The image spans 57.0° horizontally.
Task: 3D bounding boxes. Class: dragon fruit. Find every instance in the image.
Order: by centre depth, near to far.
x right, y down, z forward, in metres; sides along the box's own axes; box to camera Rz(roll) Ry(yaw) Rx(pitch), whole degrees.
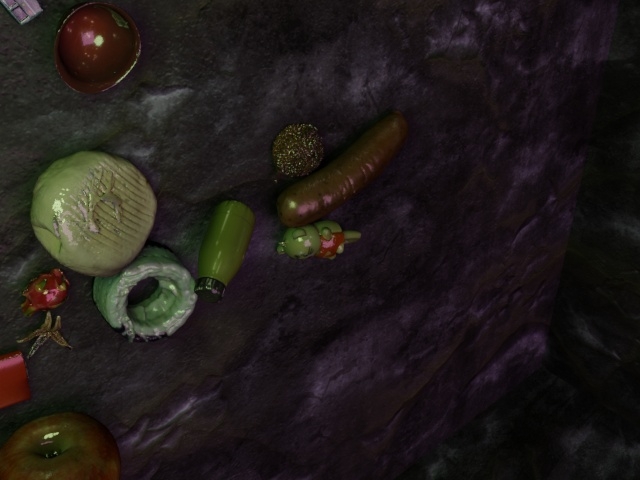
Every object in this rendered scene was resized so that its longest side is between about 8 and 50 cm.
[{"bbox_3d":[-0.602,0.116,1.284,0.116,0.081,0.086,-38,144,-20],"label":"dragon fruit"}]

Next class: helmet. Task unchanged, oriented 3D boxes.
[{"bbox_3d":[-0.438,-0.374,1.122,0.155,0.106,0.175,10,111,-46],"label":"helmet"}]

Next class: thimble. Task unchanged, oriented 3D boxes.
[{"bbox_3d":[-0.420,0.115,1.396,0.237,0.150,0.237,-20,125,-32],"label":"thimble"}]

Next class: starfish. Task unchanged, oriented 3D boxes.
[{"bbox_3d":[-0.623,0.221,1.356,0.133,0.041,0.130,-38,144,1],"label":"starfish"}]

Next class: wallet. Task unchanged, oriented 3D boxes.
[{"bbox_3d":[-0.755,0.328,1.296,0.204,0.045,0.142,-16,125,-34],"label":"wallet"}]

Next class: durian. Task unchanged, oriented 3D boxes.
[{"bbox_3d":[-0.054,-0.223,1.566,0.188,0.091,0.148,-48,136,-6],"label":"durian"}]

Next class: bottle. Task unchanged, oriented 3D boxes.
[{"bbox_3d":[-0.240,0.028,1.447,0.112,0.112,0.260,57,36,-44],"label":"bottle"}]

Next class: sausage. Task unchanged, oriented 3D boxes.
[{"bbox_3d":[0.079,-0.195,1.682,0.501,0.123,0.136,-38,105,-19],"label":"sausage"}]

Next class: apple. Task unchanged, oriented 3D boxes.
[{"bbox_3d":[-0.615,0.563,1.388,0.301,0.301,0.301,-21,127,-32],"label":"apple"}]

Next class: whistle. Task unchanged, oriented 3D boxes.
[{"bbox_3d":[0.000,0.000,1.723,0.288,0.106,0.131,-3,156,-36],"label":"whistle"}]

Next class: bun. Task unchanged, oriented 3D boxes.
[{"bbox_3d":[-0.476,-0.062,1.231,0.273,0.168,0.272,-13,106,-55],"label":"bun"}]

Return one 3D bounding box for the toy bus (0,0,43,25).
[{"bbox_3d":[-0.555,-0.456,1.014,0.065,0.047,0.166,-43,136,-9],"label":"toy bus"}]
